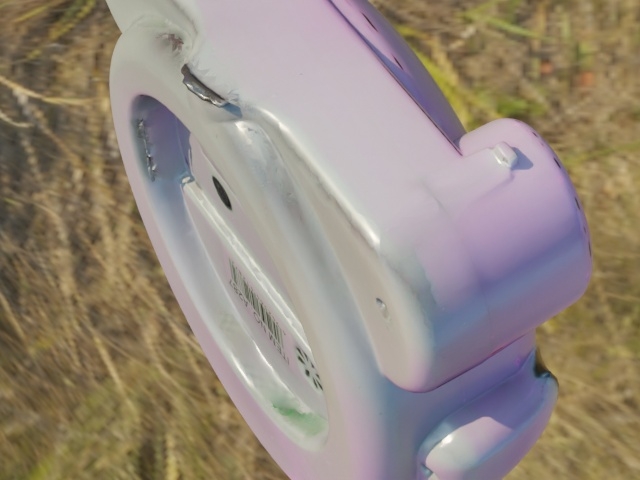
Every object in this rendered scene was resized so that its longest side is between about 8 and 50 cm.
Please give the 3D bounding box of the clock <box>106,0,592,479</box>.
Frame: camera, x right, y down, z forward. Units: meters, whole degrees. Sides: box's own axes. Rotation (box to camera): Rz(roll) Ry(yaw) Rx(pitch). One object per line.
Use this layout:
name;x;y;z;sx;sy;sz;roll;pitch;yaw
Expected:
clock;0.000;0.000;0.711;0.090;0.248;0.227;-28;58;-16
